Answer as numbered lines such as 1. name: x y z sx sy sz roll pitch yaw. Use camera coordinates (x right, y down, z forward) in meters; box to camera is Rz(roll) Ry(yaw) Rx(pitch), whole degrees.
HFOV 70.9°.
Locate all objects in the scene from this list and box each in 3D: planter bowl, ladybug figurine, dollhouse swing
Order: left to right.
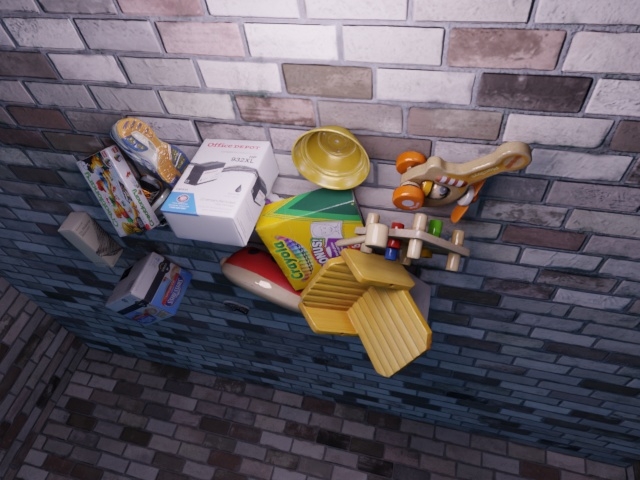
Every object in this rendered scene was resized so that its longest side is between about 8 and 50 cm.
1. ladybug figurine: -0.174 0.151 1.759 0.448 0.162 0.305 26 177 -16
2. planter bowl: 0.036 -0.244 1.225 0.216 0.091 0.217 11 145 8
3. dollhouse swing: 0.139 0.268 1.504 0.314 0.305 0.347 11 137 -28

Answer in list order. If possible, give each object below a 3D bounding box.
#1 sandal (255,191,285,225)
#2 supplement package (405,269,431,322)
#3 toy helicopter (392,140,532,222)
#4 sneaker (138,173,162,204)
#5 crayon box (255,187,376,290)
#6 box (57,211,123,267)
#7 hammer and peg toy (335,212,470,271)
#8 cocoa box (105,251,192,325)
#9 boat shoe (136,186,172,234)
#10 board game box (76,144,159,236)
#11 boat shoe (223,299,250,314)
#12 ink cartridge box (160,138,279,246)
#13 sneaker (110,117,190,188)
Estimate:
1. sandal: -0.166 -0.077 1.537 0.416 0.102 0.169 29 144 -18
2. supplement package: 0.257 0.255 1.752 0.175 0.178 0.293 32 142 -21
3. toy helicopter: 0.372 -0.156 1.161 0.234 0.140 0.354 29 149 -34
4. sneaker: -0.640 -0.165 1.640 0.084 0.083 0.215 29 143 -14
5. crayon box: 0.000 0.000 1.484 0.312 0.106 0.363 -16 138 9
6. box: -1.022 0.001 2.014 0.094 0.113 0.275 1 144 22
7. hammer and peg toy: 0.227 -0.011 1.307 0.361 0.128 0.265 17 173 -37
8. cocoa box: -0.820 0.240 2.152 0.228 0.232 0.347 37 141 -28
9. boat shoe: -0.619 -0.085 1.715 0.099 0.116 0.319 36 136 -22
10. board game box: -0.716 -0.168 1.594 0.192 0.053 0.306 -10 113 34
11. boat shoe: -0.431 0.341 2.293 0.141 0.040 0.049 16 146 1
12. ink cartridge box: -0.279 -0.149 1.306 0.222 0.308 0.129 6 142 16
13. sneaker: -0.535 -0.275 1.445 0.130 0.112 0.296 7 147 45
